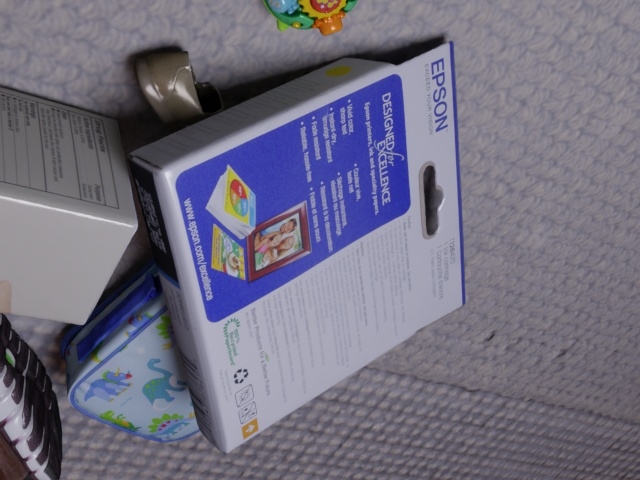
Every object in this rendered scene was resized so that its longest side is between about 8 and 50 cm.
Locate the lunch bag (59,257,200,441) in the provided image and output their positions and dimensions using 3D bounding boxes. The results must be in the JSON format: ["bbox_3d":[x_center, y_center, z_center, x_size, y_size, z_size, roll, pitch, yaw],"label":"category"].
[{"bbox_3d":[-0.143,0.101,0.898,0.219,0.090,0.176,-41,134,17],"label":"lunch bag"}]

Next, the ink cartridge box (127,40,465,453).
[{"bbox_3d":[0.000,0.000,0.812,0.307,0.072,0.303,-30,128,-30],"label":"ink cartridge box"}]

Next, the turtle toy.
[{"bbox_3d":[0.004,-0.212,0.678,0.095,0.066,0.130,17,123,-34],"label":"turtle toy"}]

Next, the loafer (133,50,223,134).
[{"bbox_3d":[-0.101,-0.100,0.749,0.050,0.056,0.148,-24,136,10],"label":"loafer"}]

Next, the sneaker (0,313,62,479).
[{"bbox_3d":[-0.364,0.148,0.859,0.163,0.106,0.281,-13,127,-1],"label":"sneaker"}]

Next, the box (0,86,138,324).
[{"bbox_3d":[-0.306,-0.046,0.653,0.311,0.148,0.121,14,126,-31],"label":"box"}]

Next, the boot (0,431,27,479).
[{"bbox_3d":[-0.336,0.194,0.814,0.107,0.037,0.114,-7,131,1],"label":"boot"}]
